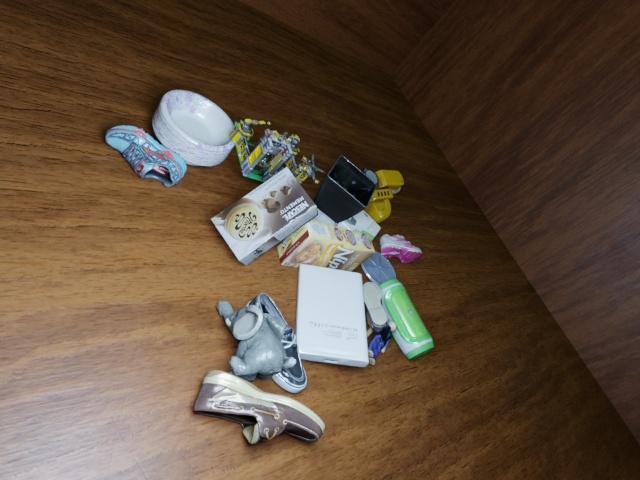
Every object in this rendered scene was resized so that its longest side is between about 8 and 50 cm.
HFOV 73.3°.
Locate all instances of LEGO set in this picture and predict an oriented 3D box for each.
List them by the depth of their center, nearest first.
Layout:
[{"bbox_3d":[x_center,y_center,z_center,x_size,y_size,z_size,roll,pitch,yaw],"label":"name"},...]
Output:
[{"bbox_3d":[-0.143,-0.333,1.530,0.331,0.192,0.255,20,44,-37],"label":"LEGO set"}]

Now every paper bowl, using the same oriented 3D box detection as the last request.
[{"bbox_3d":[-0.453,-0.382,1.533,0.284,0.148,0.284,27,39,-24],"label":"paper bowl"}]

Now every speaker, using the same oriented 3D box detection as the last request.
[{"bbox_3d":[0.320,0.302,1.671,0.131,0.131,0.297,0,56,-45],"label":"speaker"}]

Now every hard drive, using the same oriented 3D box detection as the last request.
[{"bbox_3d":[0.035,0.242,1.445,0.232,0.047,0.353,10,45,-10],"label":"hard drive"}]

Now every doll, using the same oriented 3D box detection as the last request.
[{"bbox_3d":[0.217,0.356,1.539,0.189,0.046,0.129,-44,131,-40],"label":"doll"}]

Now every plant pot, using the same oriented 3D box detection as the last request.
[{"bbox_3d":[0.081,-0.181,1.670,0.187,0.167,0.188,38,38,-7],"label":"plant pot"}]

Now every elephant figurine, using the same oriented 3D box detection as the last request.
[{"bbox_3d":[-0.181,0.245,1.158,0.185,0.169,0.240,-2,62,-15],"label":"elephant figurine"}]

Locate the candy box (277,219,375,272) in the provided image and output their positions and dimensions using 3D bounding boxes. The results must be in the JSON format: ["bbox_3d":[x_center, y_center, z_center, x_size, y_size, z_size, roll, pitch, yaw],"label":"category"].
[{"bbox_3d":[0.023,0.033,1.581,0.316,0.183,0.088,14,47,-37],"label":"candy box"}]

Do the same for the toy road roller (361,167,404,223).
[{"bbox_3d":[0.258,-0.190,2.036,0.329,0.202,0.241,-10,75,-44],"label":"toy road roller"}]

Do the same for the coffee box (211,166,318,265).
[{"bbox_3d":[-0.174,-0.076,1.392,0.168,0.297,0.119,54,-5,11],"label":"coffee box"}]

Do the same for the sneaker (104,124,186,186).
[{"bbox_3d":[-0.553,-0.262,1.355,0.261,0.104,0.125,28,41,-24],"label":"sneaker"}]

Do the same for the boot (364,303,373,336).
[{"bbox_3d":[0.097,0.266,1.541,0.206,0.090,0.248,38,36,9],"label":"boot"}]

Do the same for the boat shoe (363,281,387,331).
[{"bbox_3d":[0.188,0.235,1.536,0.075,0.065,0.206,-4,39,-6],"label":"boat shoe"}]

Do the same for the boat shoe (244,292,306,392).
[{"bbox_3d":[-0.118,0.292,1.254,0.108,0.102,0.301,-8,61,-49],"label":"boat shoe"}]

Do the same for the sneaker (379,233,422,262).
[{"bbox_3d":[0.377,0.027,2.017,0.252,0.103,0.111,17,46,-35],"label":"sneaker"}]

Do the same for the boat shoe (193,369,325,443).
[{"bbox_3d":[-0.151,0.445,1.069,0.341,0.123,0.123,31,46,-15],"label":"boat shoe"}]

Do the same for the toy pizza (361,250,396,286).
[{"bbox_3d":[0.242,0.126,1.844,0.201,0.032,0.201,27,39,-24],"label":"toy pizza"}]

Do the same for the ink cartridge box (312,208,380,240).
[{"bbox_3d":[0.100,-0.079,1.827,0.273,0.115,0.198,45,36,-1],"label":"ink cartridge box"}]
